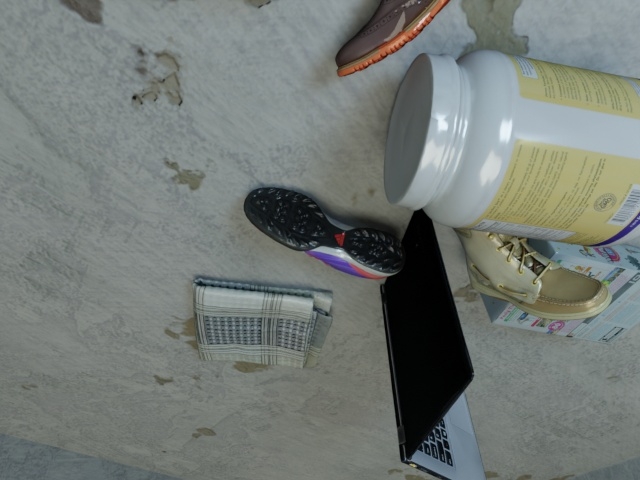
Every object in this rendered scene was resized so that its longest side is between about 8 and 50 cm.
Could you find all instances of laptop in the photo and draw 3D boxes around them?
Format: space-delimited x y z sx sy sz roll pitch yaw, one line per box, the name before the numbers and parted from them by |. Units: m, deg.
laptop | 0.250 0.201 0.828 0.407 0.382 0.236 36 124 -28

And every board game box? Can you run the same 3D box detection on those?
board game box | 0.535 0.100 0.929 0.303 0.098 0.224 12 131 -12

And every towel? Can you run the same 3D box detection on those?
towel | -0.142 0.220 1.073 0.324 0.056 0.312 6 133 -6

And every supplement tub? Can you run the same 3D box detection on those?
supplement tub | 0.276 -0.126 0.622 0.331 0.241 0.241 8 132 -6

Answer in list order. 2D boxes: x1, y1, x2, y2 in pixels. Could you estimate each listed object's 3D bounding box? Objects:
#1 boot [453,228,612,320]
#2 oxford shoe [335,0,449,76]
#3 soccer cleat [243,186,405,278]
boot | 0.342 0.020 0.766 0.095 0.262 0.204 -39 117 -17
oxford shoe | 0.115 -0.318 0.563 0.271 0.097 0.098 -34 104 23
soccer cleat | 0.000 0.000 0.843 0.318 0.109 0.116 21 154 -11
